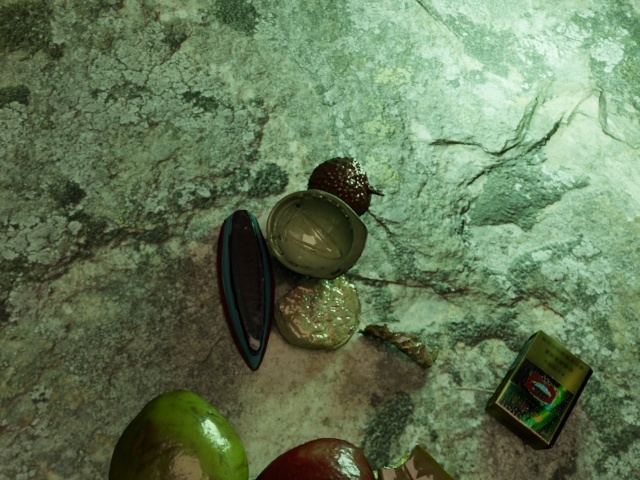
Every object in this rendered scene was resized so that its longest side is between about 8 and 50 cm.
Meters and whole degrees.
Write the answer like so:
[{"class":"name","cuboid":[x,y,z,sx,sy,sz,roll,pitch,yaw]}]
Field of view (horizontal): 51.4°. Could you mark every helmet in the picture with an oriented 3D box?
[{"class":"helmet","cuboid":[0.004,0.003,1.596,0.257,0.137,0.204,35,83,25]}]

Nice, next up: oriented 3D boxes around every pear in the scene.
[{"class":"pear","cuboid":[-0.265,0.444,1.246,0.269,0.269,0.321,2,56,-11]}]

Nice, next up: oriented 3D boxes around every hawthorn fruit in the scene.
[{"class":"hawthorn fruit","cuboid":[-0.027,0.521,1.272,0.307,0.265,0.265,-11,64,6]}]

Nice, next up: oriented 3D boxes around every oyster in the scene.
[{"class":"oyster","cuboid":[0.180,0.240,1.553,0.199,0.106,0.061,16,74,9]}]

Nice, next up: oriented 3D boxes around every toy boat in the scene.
[{"class":"toy boat","cuboid":[-0.171,0.106,1.558,0.136,0.079,0.392,-2,61,-12]}]

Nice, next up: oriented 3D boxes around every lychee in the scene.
[{"class":"lychee","cuboid":[0.064,-0.131,1.672,0.197,0.165,0.165,-5,61,16]}]

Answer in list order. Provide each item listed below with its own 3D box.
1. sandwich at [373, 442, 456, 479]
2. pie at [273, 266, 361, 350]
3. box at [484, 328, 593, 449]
[{"class":"sandwich","cuboid":[0.169,0.551,1.372,0.186,0.108,0.220,42,65,11]},{"class":"pie","cuboid":[0.003,0.170,1.564,0.218,0.052,0.185,-29,71,-28]},{"class":"box","cuboid":[0.517,0.350,1.567,0.159,0.071,0.240,38,62,6]}]
